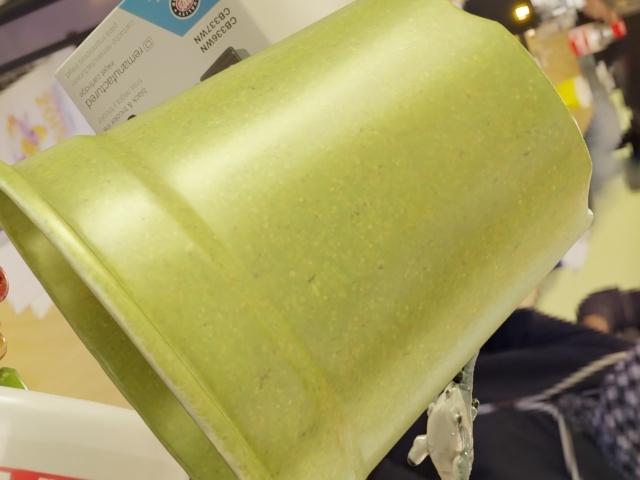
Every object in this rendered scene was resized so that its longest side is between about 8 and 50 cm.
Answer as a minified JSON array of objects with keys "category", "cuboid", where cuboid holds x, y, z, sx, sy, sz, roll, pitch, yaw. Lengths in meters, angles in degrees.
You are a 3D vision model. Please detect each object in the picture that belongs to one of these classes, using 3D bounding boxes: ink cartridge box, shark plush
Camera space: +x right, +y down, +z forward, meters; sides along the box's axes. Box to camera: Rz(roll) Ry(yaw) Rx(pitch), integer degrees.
[{"category":"ink cartridge box","cuboid":[-0.045,-0.109,1.128,0.270,0.198,0.197,54,30,5]},{"category":"shark plush","cuboid":[0.138,0.179,1.333,0.067,0.073,0.161,-8,100,-47]}]

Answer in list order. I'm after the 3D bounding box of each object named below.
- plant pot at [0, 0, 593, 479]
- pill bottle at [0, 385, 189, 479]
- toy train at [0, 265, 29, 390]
[{"category":"plant pot","cuboid":[0.000,0.000,0.698,0.254,0.276,0.276,-37,116,-15]},{"category":"pill bottle","cuboid":[-0.232,0.317,0.911,0.229,0.229,0.408,27,68,-52]},{"category":"toy train","cuboid":[-0.322,0.096,1.224,0.143,0.105,0.248,65,19,-14]}]
